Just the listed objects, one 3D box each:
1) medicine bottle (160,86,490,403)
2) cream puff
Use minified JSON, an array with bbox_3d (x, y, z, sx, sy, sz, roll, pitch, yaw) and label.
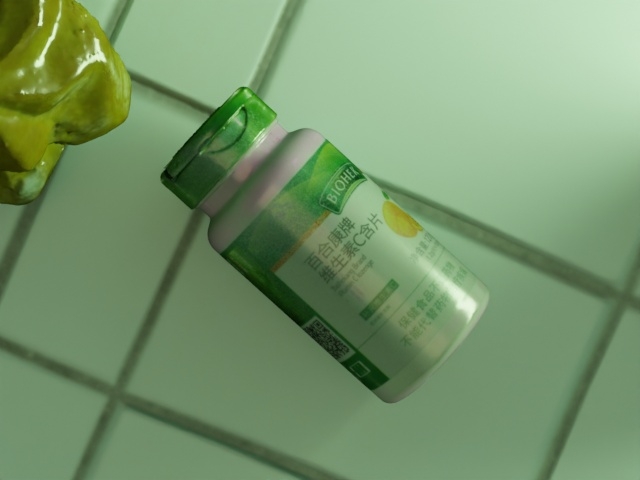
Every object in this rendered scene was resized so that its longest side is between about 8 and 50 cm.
[{"bbox_3d":[0.000,0.000,1.479,0.274,0.133,0.133,41,90,-3],"label":"medicine bottle"},{"bbox_3d":[-0.329,-0.159,1.392,0.274,0.270,0.323,-38,92,4],"label":"cream puff"}]
